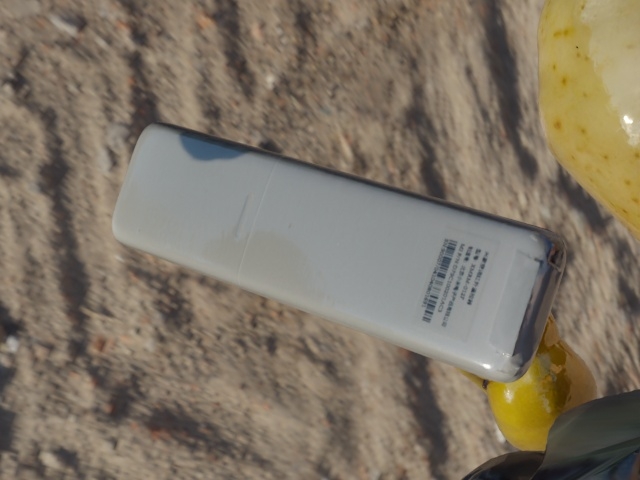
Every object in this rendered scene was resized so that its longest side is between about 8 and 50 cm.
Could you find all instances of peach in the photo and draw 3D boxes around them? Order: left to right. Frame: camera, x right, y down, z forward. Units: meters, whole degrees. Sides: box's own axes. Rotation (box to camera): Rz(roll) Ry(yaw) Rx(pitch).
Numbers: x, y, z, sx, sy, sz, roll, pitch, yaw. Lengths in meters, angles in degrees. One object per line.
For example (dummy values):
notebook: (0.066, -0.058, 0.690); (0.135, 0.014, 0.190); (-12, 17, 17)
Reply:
peach: (0.179, 0.111, 1.448); (0.103, 0.179, 0.179); (-37, 68, -5)

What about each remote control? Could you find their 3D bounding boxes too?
remote control: (0.000, 0.000, 0.736); (0.261, 0.029, 0.067); (18, 89, 41)

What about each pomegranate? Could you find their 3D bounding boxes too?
pomegranate: (0.358, -0.148, 1.288); (0.410, 0.410, 0.410); (-5, 74, 16)

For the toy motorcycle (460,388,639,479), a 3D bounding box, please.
toy motorcycle: (0.140, 0.117, 0.586); (0.270, 0.159, 0.106); (-16, 112, 35)
